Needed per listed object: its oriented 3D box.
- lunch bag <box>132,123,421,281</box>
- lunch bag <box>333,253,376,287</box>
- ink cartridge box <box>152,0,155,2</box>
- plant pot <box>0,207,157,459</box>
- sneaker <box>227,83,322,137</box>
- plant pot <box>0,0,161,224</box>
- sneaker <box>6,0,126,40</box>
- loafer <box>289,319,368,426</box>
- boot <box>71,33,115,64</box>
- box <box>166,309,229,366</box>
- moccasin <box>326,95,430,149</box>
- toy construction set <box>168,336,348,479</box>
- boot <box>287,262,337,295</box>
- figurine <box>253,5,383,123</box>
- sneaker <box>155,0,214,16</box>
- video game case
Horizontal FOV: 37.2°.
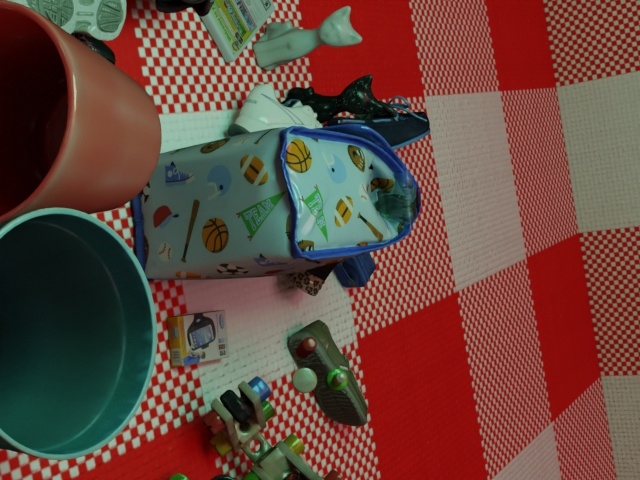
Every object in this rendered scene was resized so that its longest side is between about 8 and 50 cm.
[{"bbox_3d":[-0.061,-0.062,1.543,0.385,0.328,0.239,0,86,-55],"label":"lunch bag"},{"bbox_3d":[0.064,0.047,1.938,0.098,0.067,0.065,62,39,-27],"label":"lunch bag"},{"bbox_3d":[-0.283,-0.540,1.514,0.275,0.060,0.239,42,52,-37],"label":"ink cartridge box"},{"bbox_3d":[-0.375,0.112,1.099,0.271,0.255,0.272,15,72,-54],"label":"plant pot"},{"bbox_3d":[-0.032,-0.183,1.753,0.297,0.111,0.129,31,74,-42],"label":"sneaker"},{"bbox_3d":[-0.346,-0.140,1.205,0.243,0.275,0.275,7,78,-66],"label":"plant pot"},{"bbox_3d":[-0.367,-0.316,1.269,0.232,0.115,0.090,-3,108,-68],"label":"sneaker"},{"bbox_3d":[0.032,0.255,1.827,0.087,0.094,0.251,-53,127,-41],"label":"loafer"},{"bbox_3d":[-0.349,-0.321,1.410,0.121,0.045,0.099,20,68,-49],"label":"boot"},{"bbox_3d":[-0.195,0.159,1.566,0.136,0.028,0.081,-4,87,-55],"label":"box"},{"bbox_3d":[0.135,-0.250,2.042,0.342,0.138,0.117,-28,103,-56],"label":"moccasin"},{"bbox_3d":[-0.075,0.324,1.585,0.237,0.257,0.309,122,-7,-74],"label":"toy construction set"},{"bbox_3d":[-0.001,-0.001,1.828,0.085,0.236,0.178,32,96,-14],"label":"boot"},{"bbox_3d":[0.000,-0.321,1.783,0.092,0.209,0.215,-40,117,-52],"label":"figurine"},{"bbox_3d":[-0.238,-0.443,1.418,0.281,0.106,0.162,38,57,-41],"label":"sneaker"},{"bbox_3d":[-0.173,-0.461,1.719,0.212,0.023,0.193,61,39,-31],"label":"video game case"}]
